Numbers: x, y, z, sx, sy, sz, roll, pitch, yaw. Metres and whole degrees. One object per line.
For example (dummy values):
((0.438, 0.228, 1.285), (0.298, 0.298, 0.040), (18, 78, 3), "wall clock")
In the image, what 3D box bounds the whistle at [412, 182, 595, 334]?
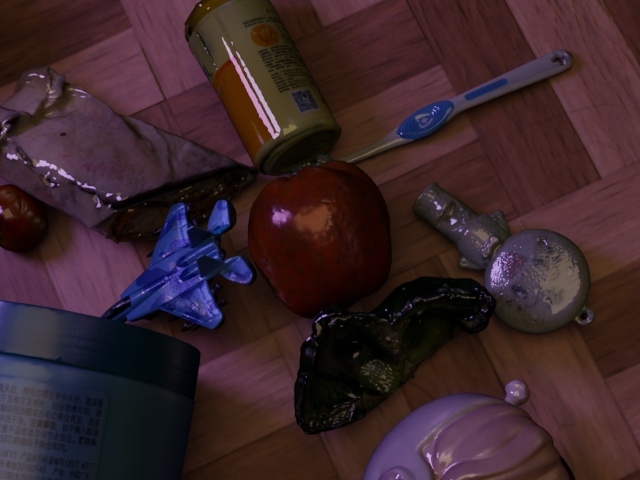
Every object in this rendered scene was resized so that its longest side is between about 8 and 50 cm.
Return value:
((0.220, 0.021, 1.741), (0.258, 0.067, 0.126), (37, 94, 17), "whistle")

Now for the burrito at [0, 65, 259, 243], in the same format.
((-0.267, -0.090, 1.779), (0.348, 0.107, 0.175), (25, 63, 7), "burrito")

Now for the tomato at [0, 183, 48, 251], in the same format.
((-0.374, -0.030, 1.792), (0.087, 0.087, 0.075), (40, 60, 13), "tomato")

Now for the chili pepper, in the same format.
((0.070, 0.118, 1.688), (0.264, 0.148, 0.116), (-35, 76, 0), "chili pepper")

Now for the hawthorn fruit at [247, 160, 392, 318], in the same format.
((0.000, 0.000, 1.713), (0.189, 0.189, 0.189), (-1, 75, 4), "hawthorn fruit")

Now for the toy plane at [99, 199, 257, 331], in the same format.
((-0.185, 0.058, 1.737), (0.246, 0.078, 0.169), (-38, 61, 31), "toy plane")

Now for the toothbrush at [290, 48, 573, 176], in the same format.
((0.139, -0.150, 1.809), (0.386, 0.040, 0.040), (-23, 75, -6), "toothbrush")

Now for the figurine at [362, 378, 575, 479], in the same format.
((0.104, 0.304, 1.589), (0.361, 0.253, 0.211), (-29, 59, 5), "figurine")

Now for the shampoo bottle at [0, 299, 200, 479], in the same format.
((-0.320, 0.261, 1.583), (0.331, 0.331, 0.342), (7, 77, 6), "shampoo bottle")

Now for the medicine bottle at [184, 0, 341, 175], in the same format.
((-0.077, -0.203, 1.791), (0.124, 0.124, 0.239), (-28, 72, -3), "medicine bottle")
